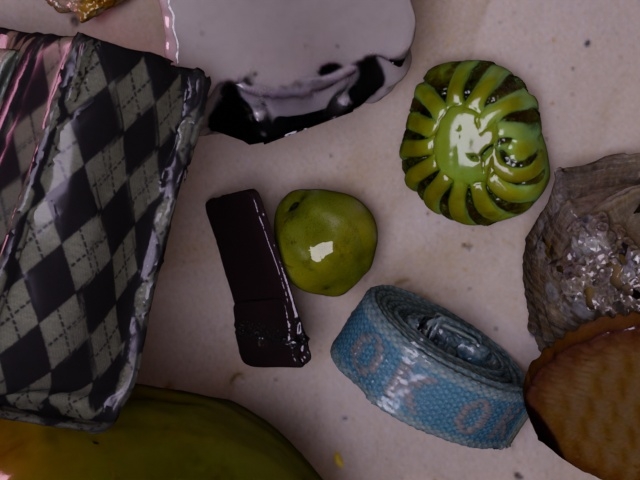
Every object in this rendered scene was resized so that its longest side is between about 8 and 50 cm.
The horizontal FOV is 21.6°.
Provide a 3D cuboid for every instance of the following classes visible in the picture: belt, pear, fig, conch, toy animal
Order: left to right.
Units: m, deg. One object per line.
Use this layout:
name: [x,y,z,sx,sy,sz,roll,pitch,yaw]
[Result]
fig: [-0.149,0.274,1.408,0.343,0.343,0.343,2,99,12]
toy animal: [-0.042,-0.185,1.387,0.208,0.156,0.204,-13,95,-15]
pear: [0.000,0.000,1.444,0.097,0.092,0.092,41,105,3]
belt: [0.094,0.102,1.407,0.147,0.163,0.082,45,108,31]
conch: [0.249,0.027,1.385,0.178,0.163,0.245,51,128,34]

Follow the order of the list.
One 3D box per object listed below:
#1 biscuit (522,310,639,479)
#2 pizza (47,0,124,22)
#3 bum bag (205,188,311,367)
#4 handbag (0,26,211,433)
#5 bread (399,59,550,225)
biscuit: [0.251,0.127,1.359,0.176,0.031,0.228,15,141,-7]
pizza: [-0.233,-0.275,1.468,0.271,0.056,0.134,27,95,8]
bum bag: [-0.059,0.035,1.459,0.026,0.109,0.159,-19,93,-27]
handbag: [-0.292,-0.051,1.375,0.416,0.180,0.316,16,92,49]
bread: [0.129,-0.081,1.411,0.130,0.071,0.139,9,100,16]
